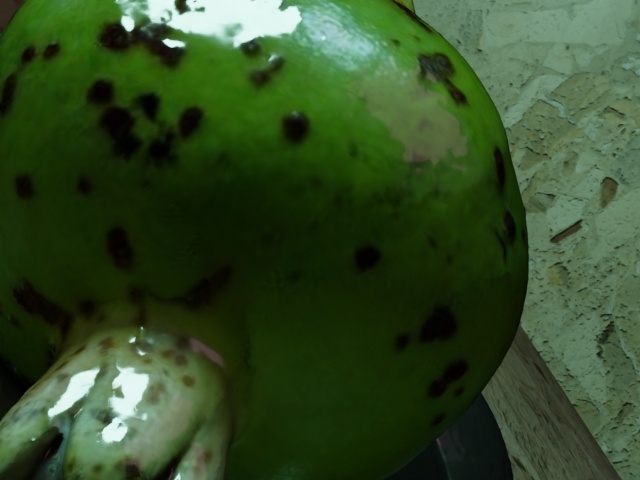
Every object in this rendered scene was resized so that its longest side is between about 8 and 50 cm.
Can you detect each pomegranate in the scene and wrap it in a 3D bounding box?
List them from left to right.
[{"bbox_3d":[-0.038,0.010,0.552,0.202,0.202,0.248,54,36,-20],"label":"pomegranate"}]

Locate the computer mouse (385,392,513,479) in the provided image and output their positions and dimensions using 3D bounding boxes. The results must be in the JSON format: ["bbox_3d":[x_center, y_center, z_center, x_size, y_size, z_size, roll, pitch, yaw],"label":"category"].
[{"bbox_3d":[0.023,0.066,0.945,0.295,0.087,0.168,54,8,6],"label":"computer mouse"}]

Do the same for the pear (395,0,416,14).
[{"bbox_3d":[-0.031,-0.119,1.039,0.198,0.198,0.198,55,8,-12],"label":"pear"}]
